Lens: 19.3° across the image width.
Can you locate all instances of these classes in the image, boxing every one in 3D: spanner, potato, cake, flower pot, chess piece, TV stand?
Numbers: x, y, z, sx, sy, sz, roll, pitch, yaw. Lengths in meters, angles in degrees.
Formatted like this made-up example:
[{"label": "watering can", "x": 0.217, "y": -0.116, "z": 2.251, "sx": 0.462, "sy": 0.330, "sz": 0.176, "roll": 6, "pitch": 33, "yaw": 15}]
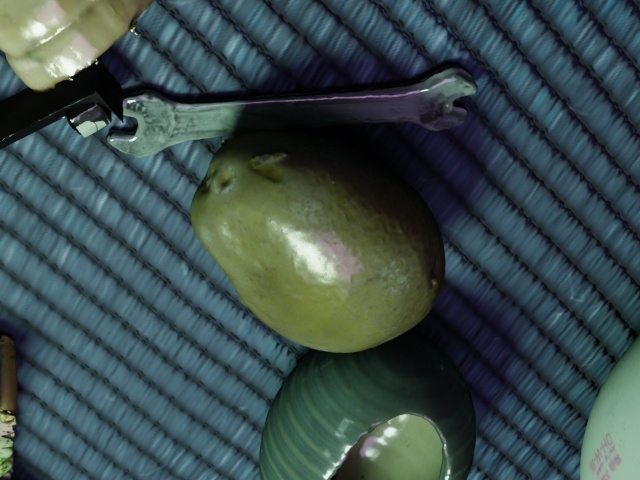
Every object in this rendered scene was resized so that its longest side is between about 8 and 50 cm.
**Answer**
[{"label": "spanner", "x": -0.023, "y": -0.102, "z": 1.521, "sx": 0.302, "sy": 0.017, "sz": 0.071, "roll": -4, "pitch": 134, "yaw": -4}, {"label": "potato", "x": 0.000, "y": 0.000, "z": 1.522, "sx": 0.235, "sy": 0.160, "sz": 0.178, "roll": 36, "pitch": 121, "yaw": -27}, {"label": "cake", "x": -0.332, "y": 0.159, "z": 1.704, "sx": 0.109, "sy": 0.090, "sz": 0.225, "roll": 0, "pitch": 151, "yaw": -12}, {"label": "flower pot", "x": 0.041, "y": 0.186, "z": 1.702, "sx": 0.189, "sy": 0.157, "sz": 0.243, "roll": 12, "pitch": 131, "yaw": -16}, {"label": "chess piece", "x": -0.248, "y": -0.251, "z": 1.298, "sx": 0.137, "sy": 0.137, "sz": 0.301, "roll": -33, "pitch": 118, "yaw": 21}, {"label": "TV stand", "x": -0.276, "y": -0.065, "z": 1.497, "sx": 0.256, "sy": 0.049, "sz": 0.040, "roll": -25, "pitch": 132, "yaw": 14}]

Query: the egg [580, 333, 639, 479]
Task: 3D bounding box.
[{"label": "egg", "x": 0.371, "y": 0.156, "z": 1.674, "sx": 0.230, "sy": 0.230, "sz": 0.371, "roll": 14, "pitch": 125, "yaw": -20}]
